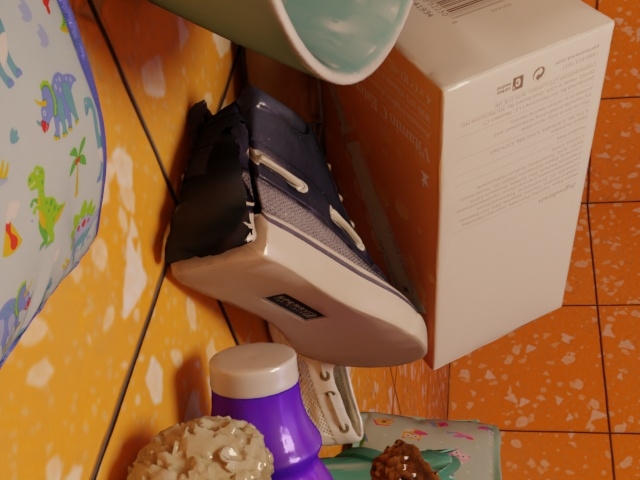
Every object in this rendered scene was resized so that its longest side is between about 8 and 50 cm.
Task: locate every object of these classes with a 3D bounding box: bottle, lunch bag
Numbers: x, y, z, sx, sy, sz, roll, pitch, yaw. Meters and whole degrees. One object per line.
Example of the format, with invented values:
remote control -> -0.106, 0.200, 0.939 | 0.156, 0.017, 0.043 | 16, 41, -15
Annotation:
bottle -> -0.040, 0.223, 0.670 | 0.092, 0.118, 0.283 | -46, 134, -71
lunch bag -> -0.141, -0.033, 0.323 | 0.129, 0.096, 0.151 | -70, 145, -58
lunch bag -> 0.147, 0.348, 1.220 | 0.262, 0.223, 0.160 | -72, 162, -60

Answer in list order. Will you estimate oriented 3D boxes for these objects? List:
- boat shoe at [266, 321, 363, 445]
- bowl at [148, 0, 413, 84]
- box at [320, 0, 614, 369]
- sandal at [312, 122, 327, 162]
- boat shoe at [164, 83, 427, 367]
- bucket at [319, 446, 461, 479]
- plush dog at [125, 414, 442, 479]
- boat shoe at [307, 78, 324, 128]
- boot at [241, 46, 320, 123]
boat shoe -> 0.002, 0.095, 0.908 | 0.098, 0.096, 0.277 | -65, 150, -61
bowl -> -0.047, -0.259, 0.531 | 0.311, 0.163, 0.312 | 9, 90, -67
box -> 0.123, -0.082, 0.833 | 0.215, 0.168, 0.345 | 51, -23, 41
sandal -> -0.016, -0.075, 0.961 | 0.180, 0.049, 0.072 | -70, 146, -54
boat shoe -> 0.000, 0.000, 0.755 | 0.340, 0.127, 0.158 | 41, 44, -54
bucket -> 0.061, 0.362, 0.942 | 0.281, 0.183, 0.281 | -1, 90, -77
plush dog -> 0.002, 0.246, 0.513 | 0.210, 0.225, 0.263 | -145, -129, -80
boat shoe -> 0.009, -0.170, 1.042 | 0.228, 0.079, 0.081 | 80, 6, -50
boot -> -0.047, -0.235, 0.767 | 0.236, 0.089, 0.270 | -38, 127, -73
